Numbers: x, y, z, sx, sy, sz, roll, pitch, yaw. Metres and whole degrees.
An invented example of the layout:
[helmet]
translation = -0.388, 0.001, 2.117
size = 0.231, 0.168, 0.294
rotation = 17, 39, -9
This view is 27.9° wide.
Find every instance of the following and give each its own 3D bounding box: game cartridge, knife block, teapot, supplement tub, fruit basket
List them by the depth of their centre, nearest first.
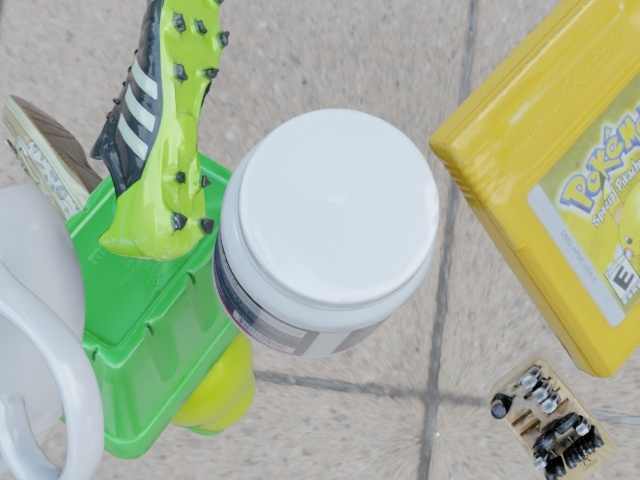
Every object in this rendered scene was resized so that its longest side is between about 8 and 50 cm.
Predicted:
[teapot]
translation = -0.242, 0.084, 0.780
size = 0.253, 0.256, 0.187
rotation = -20, 95, 2
[supplement tub]
translation = 0.000, 0.000, 1.186
size = 0.191, 0.272, 0.191
rotation = 2, 77, -7
[game cartridge]
translation = 0.282, -0.071, 1.247
size = 0.285, 0.053, 0.323
rotation = -46, 122, -14
[knife block]
translation = 0.255, 0.188, 1.577
size = 0.088, 0.242, 0.275
rotation = -39, 38, 6
[fruit basket]
translation = -0.207, 0.098, 1.626
size = 0.283, 0.392, 0.392
rotation = 31, 85, 13

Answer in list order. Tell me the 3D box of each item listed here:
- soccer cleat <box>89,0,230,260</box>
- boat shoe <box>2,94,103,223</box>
[soccer cleat]
translation = -0.095, -0.076, 0.732
size = 0.072, 0.060, 0.178
rotation = -3, 78, 32
[boat shoe]
translation = -0.369, -0.089, 1.778
size = 0.089, 0.105, 0.285
rotation = -45, 62, 12
